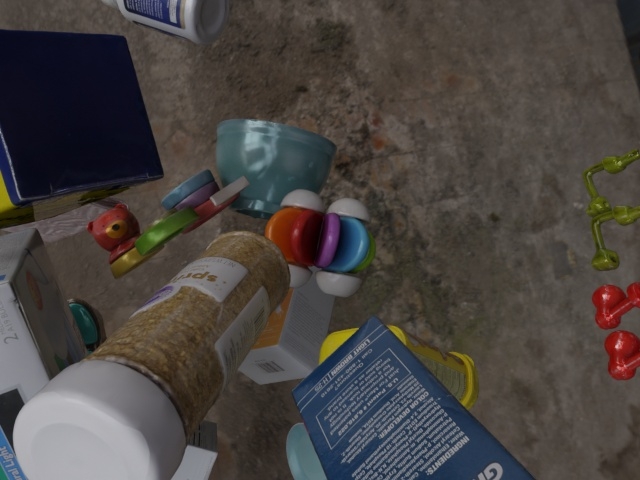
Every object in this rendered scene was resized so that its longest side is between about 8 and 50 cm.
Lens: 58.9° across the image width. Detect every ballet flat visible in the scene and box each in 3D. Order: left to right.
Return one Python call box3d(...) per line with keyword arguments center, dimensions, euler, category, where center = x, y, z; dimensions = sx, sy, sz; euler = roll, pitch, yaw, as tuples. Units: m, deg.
box3d(center=(-0.638, 0.264, 1.560), dimensions=(0.108, 0.106, 0.316), euler=(0, 122, -4), category="ballet flat")

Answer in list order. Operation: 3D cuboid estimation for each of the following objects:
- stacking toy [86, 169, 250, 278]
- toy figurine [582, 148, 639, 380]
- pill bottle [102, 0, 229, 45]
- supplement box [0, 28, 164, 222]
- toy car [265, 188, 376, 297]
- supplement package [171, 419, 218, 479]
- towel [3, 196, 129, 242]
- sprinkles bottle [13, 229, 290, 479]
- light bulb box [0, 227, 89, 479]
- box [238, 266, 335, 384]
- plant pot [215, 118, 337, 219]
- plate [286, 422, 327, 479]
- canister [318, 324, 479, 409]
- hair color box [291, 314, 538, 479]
box3d(center=(-0.313, -0.073, 1.164), dimensions=(0.309, 0.279, 0.130), euler=(-38, 96, -31), category="stacking toy")
box3d(center=(0.354, 0.043, 0.413), dimensions=(0.217, 0.191, 0.362), euler=(21, 47, -6), category="toy figurine")
box3d(center=(-0.220, -0.338, 0.786), dimensions=(0.169, 0.094, 0.094), euler=(22, 69, 15), category="pill bottle")
box3d(center=(-0.415, -0.130, 0.785), dimensions=(0.194, 0.357, 0.195), euler=(-20, 98, -48), category="supplement box")
box3d(center=(0.000, 0.000, 0.889), dimensions=(0.182, 0.136, 0.159), euler=(11, 82, 0), category="toy car")
box3d(center=(-0.332, 0.452, 1.123), dimensions=(0.203, 0.149, 0.194), euler=(19, 90, -12), category="supplement package")
box3d(center=(-0.732, -0.085, 1.482), dimensions=(0.317, 0.332, 0.053), euler=(25, 56, -53), category="towel")
box3d(center=(-0.133, 0.102, 0.568), dimensions=(0.121, 0.121, 0.355), euler=(55, 23, -9), category="sprinkles bottle")
box3d(center=(-0.550, 0.205, 0.968), dimensions=(0.225, 0.361, 0.357), euler=(-19, 111, -16), category="light bulb box")
box3d(center=(-0.101, 0.197, 1.575), dimensions=(0.168, 0.215, 0.345), euler=(45, 43, -33), category="box")
box3d(center=(-0.120, -0.151, 1.361), dimensions=(0.293, 0.293, 0.196), euler=(12, 85, -25), category="plant pot")
box3d(center=(-0.019, 0.535, 1.381), dimensions=(0.024, 0.188, 0.188), euler=(-7, 85, -40), category="plate")
box3d(center=(0.095, 0.157, 0.676), dimensions=(0.170, 0.126, 0.073), euler=(30, 56, -44), category="canister")
box3d(center=(0.104, 0.193, 0.347), dimensions=(0.105, 0.347, 0.174), euler=(-43, 109, -2), category="hair color box")
